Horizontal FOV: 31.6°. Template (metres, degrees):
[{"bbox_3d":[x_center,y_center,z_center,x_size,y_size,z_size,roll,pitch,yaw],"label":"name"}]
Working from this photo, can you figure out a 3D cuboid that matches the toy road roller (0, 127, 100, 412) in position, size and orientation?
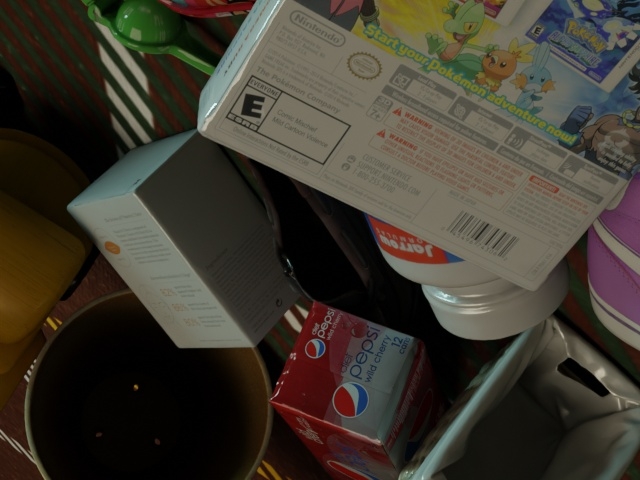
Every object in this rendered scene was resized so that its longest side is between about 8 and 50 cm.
[{"bbox_3d":[-0.340,0.049,1.044,0.203,0.329,0.240,34,170,-16],"label":"toy road roller"}]

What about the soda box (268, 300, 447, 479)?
[{"bbox_3d":[0.041,0.141,0.897,0.092,0.083,0.263,19,161,18],"label":"soda box"}]

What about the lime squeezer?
[{"bbox_3d":[-0.126,-0.191,0.814,0.110,0.059,0.310,-31,105,25],"label":"lime squeezer"}]

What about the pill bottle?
[{"bbox_3d":[0.077,-0.050,0.664,0.124,0.124,0.221,9,135,43],"label":"pill bottle"}]

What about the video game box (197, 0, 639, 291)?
[{"bbox_3d":[0.074,-0.089,0.536,0.205,0.048,0.187,25,121,-21],"label":"video game box"}]

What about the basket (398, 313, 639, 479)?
[{"bbox_3d":[0.139,0.154,0.809,0.113,0.167,0.103,42,154,1],"label":"basket"}]

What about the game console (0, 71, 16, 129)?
[{"bbox_3d":[-0.482,-0.178,1.145,0.361,0.044,0.213,27,150,-7],"label":"game console"}]

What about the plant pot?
[{"bbox_3d":[-0.192,0.184,1.200,0.237,0.237,0.254,45,162,-3],"label":"plant pot"}]

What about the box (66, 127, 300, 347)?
[{"bbox_3d":[-0.112,0.003,0.981,0.130,0.091,0.170,-7,124,53],"label":"box"}]

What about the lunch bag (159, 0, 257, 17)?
[{"bbox_3d":[-0.047,-0.258,0.555,0.258,0.120,0.293,5,132,46],"label":"lunch bag"}]

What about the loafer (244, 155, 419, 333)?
[{"bbox_3d":[0.000,0.000,0.828,0.109,0.095,0.302,16,145,25],"label":"loafer"}]

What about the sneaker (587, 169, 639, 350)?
[{"bbox_3d":[0.262,0.022,0.569,0.282,0.102,0.161,23,141,31],"label":"sneaker"}]
